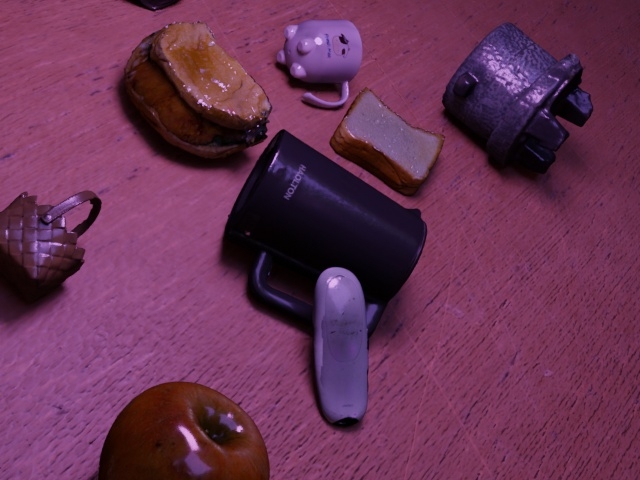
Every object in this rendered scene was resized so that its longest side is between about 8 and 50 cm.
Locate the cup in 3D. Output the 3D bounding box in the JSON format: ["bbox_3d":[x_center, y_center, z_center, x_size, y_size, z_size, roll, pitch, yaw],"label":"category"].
[{"bbox_3d":[-0.010,-0.376,2.023,0.141,0.174,0.134,-9,28,-36],"label":"cup"}]

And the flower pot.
[{"bbox_3d":[0.452,-0.316,2.125,0.283,0.299,0.299,44,43,13],"label":"flower pot"}]

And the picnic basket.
[{"bbox_3d":[-0.401,-0.012,1.426,0.138,0.128,0.178,45,60,5],"label":"picnic basket"}]

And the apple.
[{"bbox_3d":[-0.186,0.310,1.255,0.236,0.207,0.237,31,25,-16],"label":"apple"}]

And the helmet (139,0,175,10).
[{"bbox_3d":[-0.382,-0.616,1.937,0.305,0.177,0.225,20,47,-19],"label":"helmet"}]

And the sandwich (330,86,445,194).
[{"bbox_3d":[0.139,-0.205,1.993,0.214,0.065,0.186,34,43,-2],"label":"sandwich"}]

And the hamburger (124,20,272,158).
[{"bbox_3d":[-0.235,-0.268,1.756,0.211,0.132,0.309,-21,66,-42],"label":"hamburger"}]

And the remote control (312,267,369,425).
[{"bbox_3d":[0.036,0.169,1.551,0.097,0.045,0.256,-2,81,-18],"label":"remote control"}]

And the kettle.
[{"bbox_3d":[0.008,-0.010,1.645,0.308,0.203,0.262,30,41,-12],"label":"kettle"}]
